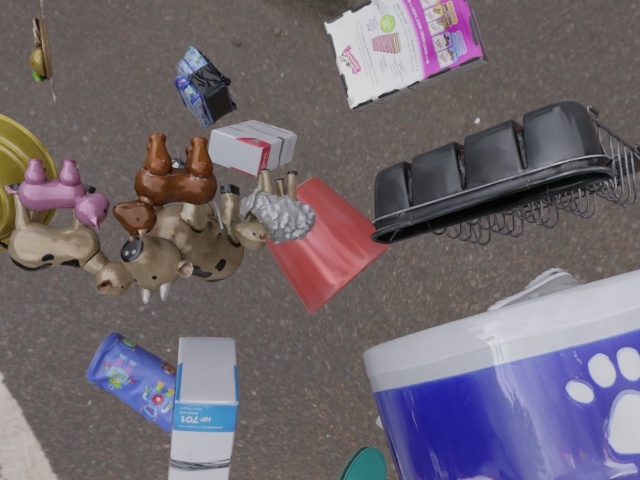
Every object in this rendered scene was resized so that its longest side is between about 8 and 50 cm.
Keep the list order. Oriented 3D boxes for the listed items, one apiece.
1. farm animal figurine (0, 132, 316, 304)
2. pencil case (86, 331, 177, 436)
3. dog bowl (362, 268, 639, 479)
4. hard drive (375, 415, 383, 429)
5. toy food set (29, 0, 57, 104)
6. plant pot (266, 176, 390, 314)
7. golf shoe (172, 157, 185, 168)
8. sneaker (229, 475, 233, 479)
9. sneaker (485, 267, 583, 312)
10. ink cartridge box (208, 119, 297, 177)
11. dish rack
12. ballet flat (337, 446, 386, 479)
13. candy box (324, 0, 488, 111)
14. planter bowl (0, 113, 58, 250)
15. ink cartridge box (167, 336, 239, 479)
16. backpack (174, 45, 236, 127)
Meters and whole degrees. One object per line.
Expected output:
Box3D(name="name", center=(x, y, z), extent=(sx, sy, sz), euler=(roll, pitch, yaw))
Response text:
Box3D(name="farm animal figurine", center=(-0.216, 0.000, 0.795), extent=(0.330, 0.326, 0.172), euler=(-11, 78, 36))
Box3D(name="pencil case", center=(-0.350, 0.322, 1.304), extent=(0.306, 0.119, 0.133), euler=(32, 94, 0))
Box3D(name="dog bowl", center=(0.169, 0.093, 0.427), extent=(0.264, 0.265, 0.104), euler=(-16, 77, 1))
Box3D(name="hard drive", center=(0.292, 0.440, 1.144), extent=(0.353, 0.233, 0.047), euler=(44, 63, -19))
Box3D(name="toy food set", center=(-0.552, -0.376, 1.202), extent=(0.038, 0.192, 0.132), euler=(-8, 35, -22))
Box3D(name="plant pot", center=(0.000, 0.000, 1.457), extent=(0.275, 0.275, 0.243), euler=(-40, 85, -9))
Box3D(name="golf shoe", center=(-0.288, -0.105, 1.165), extent=(0.094, 0.077, 0.198), euler=(-46, 25, -16))
Box3D(name="sneaker", center=(-0.195, 0.566, 1.279), extent=(0.108, 0.302, 0.121), euler=(-40, 83, -14))
Box3D(name="sneaker", center=(0.416, 0.159, 1.206), extent=(0.281, 0.105, 0.115), euler=(-40, 27, -11))
Box3D(name="ink cartridge box", center=(-0.127, -0.179, 1.173), extent=(0.109, 0.150, 0.063), euler=(21, 114, 17))
Box3D(name="dish rack", center=(0.196, -0.046, 0.586), extent=(0.208, 0.271, 0.074), euler=(-17, 74, 38))
Box3D(name="ballet flat", center=(0.043, 0.442, 0.964), extent=(0.083, 0.087, 0.247), euler=(29, 39, -6))
Box3D(name="candy box", center=(0.140, -0.328, 1.015), extent=(0.233, 0.071, 0.159), euler=(-16, 89, 24))
Box3D(name="planter bowl", center=(-0.474, -0.062, 0.824), extent=(0.217, 0.217, 0.090), euler=(-23, 28, -2))
Box3D(name="ink cartridge box", center=(-0.157, 0.246, 0.817), extent=(0.082, 0.191, 0.140), euler=(6, 24, -13))
Box3D(name="backpack", center=(-0.311, -0.401, 1.572), extent=(0.117, 0.158, 0.173), euler=(-36, 77, -11))
